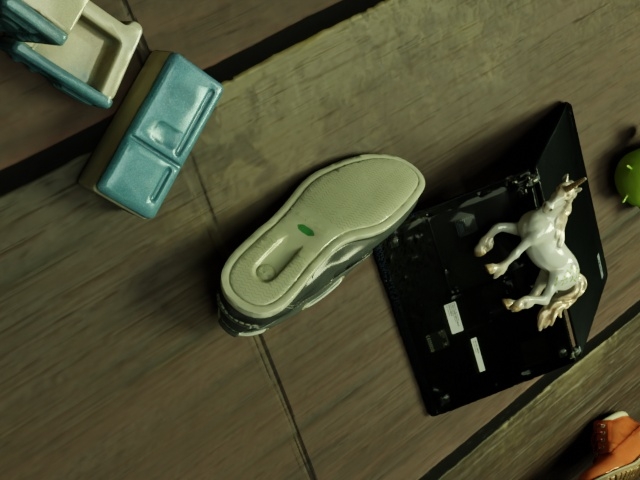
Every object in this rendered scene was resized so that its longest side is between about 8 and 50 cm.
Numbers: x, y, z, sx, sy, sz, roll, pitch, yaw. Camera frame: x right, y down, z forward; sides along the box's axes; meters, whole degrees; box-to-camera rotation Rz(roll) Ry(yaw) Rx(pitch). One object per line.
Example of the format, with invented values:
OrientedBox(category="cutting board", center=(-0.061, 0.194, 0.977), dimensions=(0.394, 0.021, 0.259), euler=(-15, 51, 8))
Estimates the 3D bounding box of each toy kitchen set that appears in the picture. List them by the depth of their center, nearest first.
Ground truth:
OrientedBox(category="toy kitchen set", center=(-0.147, -0.102, 0.640), dimensions=(0.207, 0.166, 0.122), euler=(32, 83, -36))

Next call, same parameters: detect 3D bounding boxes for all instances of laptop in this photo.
OrientedBox(category="laptop", center=(0.191, 0.018, 1.010), dimensions=(0.264, 0.136, 0.234), euler=(-21, 116, -2))

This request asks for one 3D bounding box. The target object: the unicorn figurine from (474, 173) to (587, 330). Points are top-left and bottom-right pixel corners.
OrientedBox(category="unicorn figurine", center=(0.208, 0.007, 0.907), dimensions=(0.111, 0.060, 0.162), euler=(-32, 132, 3))

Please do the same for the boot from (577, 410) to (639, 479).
OrientedBox(category="boot", center=(0.342, 0.256, 1.139), dimensions=(0.158, 0.084, 0.059), euler=(-17, 138, -37))

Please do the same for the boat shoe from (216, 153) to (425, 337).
OrientedBox(category="boat shoe", center=(0.000, 0.000, 0.844), dimensions=(0.233, 0.084, 0.079), euler=(-39, 160, -29))

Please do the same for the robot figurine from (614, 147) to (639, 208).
OrientedBox(category="robot figurine", center=(0.384, -0.076, 1.089), dimensions=(0.115, 0.067, 0.101), euler=(-16, 116, -31))
